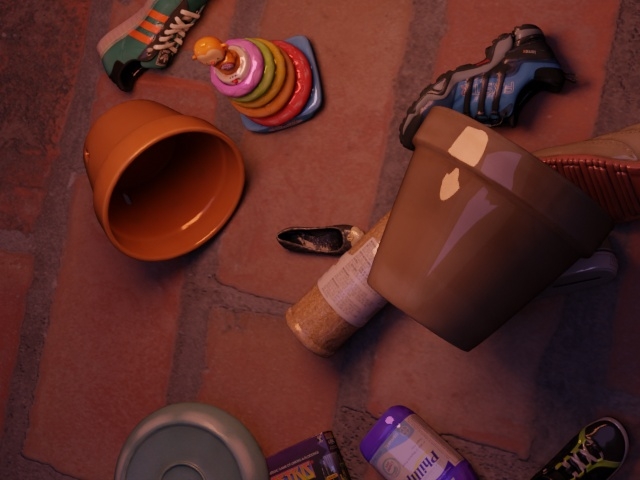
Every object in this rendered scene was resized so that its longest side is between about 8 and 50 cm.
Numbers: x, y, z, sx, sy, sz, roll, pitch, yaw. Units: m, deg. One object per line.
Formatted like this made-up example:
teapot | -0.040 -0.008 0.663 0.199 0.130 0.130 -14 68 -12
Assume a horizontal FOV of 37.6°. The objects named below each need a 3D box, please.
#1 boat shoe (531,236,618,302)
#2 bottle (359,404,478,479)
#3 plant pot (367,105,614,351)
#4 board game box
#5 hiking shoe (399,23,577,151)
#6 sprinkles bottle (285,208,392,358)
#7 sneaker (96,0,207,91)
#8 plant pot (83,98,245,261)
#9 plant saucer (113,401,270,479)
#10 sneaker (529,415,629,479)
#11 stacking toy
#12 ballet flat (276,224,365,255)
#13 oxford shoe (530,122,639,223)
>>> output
boat shoe | 0.337 0.046 1.567 0.302 0.109 0.094 -11 59 18
bottle | 0.199 0.407 1.590 0.283 0.092 0.118 42 101 21
plant pot | 0.226 0.003 1.415 0.323 0.323 0.280 34 93 23
board game box | -0.032 0.444 1.716 0.170 0.048 0.141 -29 76 19
hiking shoe | 0.271 -0.234 1.599 0.304 0.113 0.132 -37 72 17
sprinkles bottle | 0.096 0.051 1.650 0.355 0.121 0.121 -45 70 14
sneaker | -0.316 -0.412 1.887 0.302 0.108 0.121 -33 74 27
plant pot | -0.317 -0.135 1.781 0.291 0.291 0.203 -53 52 12
plant saucer | -0.248 0.459 1.739 0.318 0.044 0.317 -1 85 16
sneaker | 0.399 0.379 1.500 0.084 0.097 0.234 46 104 20
stacking toy | -0.133 -0.305 1.683 0.175 0.302 0.165 -15 79 21
ballet flat | 0.000 0.000 1.737 0.173 0.049 0.057 -3 85 24
oxford shoe | 0.506 -0.122 1.499 0.397 0.140 0.146 3 50 32
